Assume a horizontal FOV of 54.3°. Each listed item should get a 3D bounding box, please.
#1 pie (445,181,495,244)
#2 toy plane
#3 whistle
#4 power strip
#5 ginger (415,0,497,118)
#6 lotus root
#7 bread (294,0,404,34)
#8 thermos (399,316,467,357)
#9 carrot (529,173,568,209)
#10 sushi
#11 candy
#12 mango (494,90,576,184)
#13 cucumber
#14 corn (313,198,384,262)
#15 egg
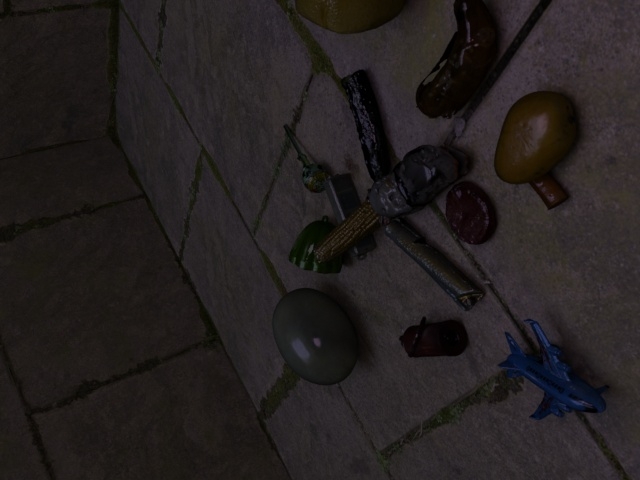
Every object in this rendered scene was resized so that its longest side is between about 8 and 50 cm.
[{"bbox_3d":[0.349,-0.063,1.455,0.154,0.036,0.155,37,137,45],"label":"pie"},{"bbox_3d":[0.501,0.298,1.346,0.271,0.105,0.254,20,125,53],"label":"toy plane"},{"bbox_3d":[0.287,0.055,1.607,0.068,0.057,0.326,-48,56,10],"label":"whistle"},{"bbox_3d":[0.087,-0.073,1.852,0.052,0.078,0.272,-25,86,62],"label":"power strip"},{"bbox_3d":[0.286,-0.362,1.315,0.309,0.106,0.133,120,141,-56],"label":"ginger"},{"bbox_3d":[0.000,0.000,1.989,0.186,0.186,0.186,37,137,45],"label":"lotus root"},{"bbox_3d":[0.064,-0.577,1.401,0.270,0.269,0.148,45,148,38],"label":"bread"},{"bbox_3d":[0.295,0.275,1.703,0.124,0.099,0.232,34,156,-14],"label":"thermos"},{"bbox_3d":[0.439,-0.126,1.258,0.139,0.048,0.048,60,150,23],"label":"carrot"},{"bbox_3d":[0.226,-0.141,1.520,0.124,0.129,0.332,68,153,11],"label":"sushi"},{"bbox_3d":[-0.057,-0.274,1.999,0.306,0.083,0.091,62,153,30],"label":"candy"},{"bbox_3d":[0.405,-0.194,1.198,0.137,0.098,0.195,52,135,22],"label":"mango"},{"bbox_3d":[0.130,-0.298,1.649,0.081,0.072,0.304,-12,98,59],"label":"cucumber"},{"bbox_3d":[0.095,-0.034,1.763,0.288,0.086,0.087,-40,70,27],"label":"corn"},{"bbox_3d":[-0.019,0.320,2.089,0.352,0.258,0.259,61,150,25],"label":"egg"}]
